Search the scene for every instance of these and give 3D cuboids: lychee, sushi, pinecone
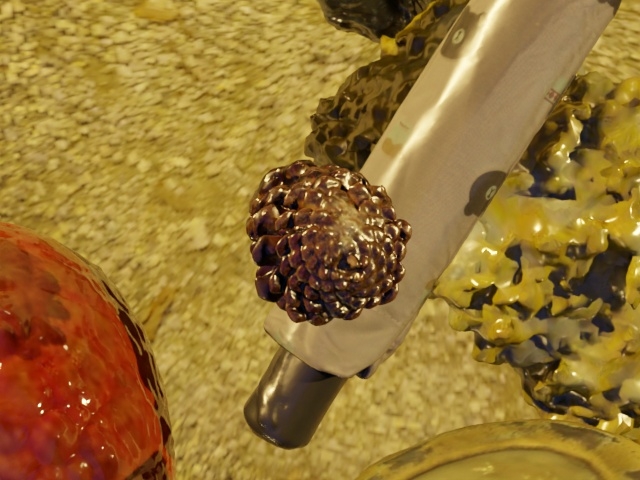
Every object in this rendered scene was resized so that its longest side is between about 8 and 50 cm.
[{"bbox_3d":[-0.209,0.101,0.804,0.255,0.255,0.300,-35,73,10],"label":"lychee"},{"bbox_3d":[0.193,0.002,1.096,0.240,0.351,0.396,-41,124,6],"label":"sushi"},{"bbox_3d":[0.000,0.000,0.633,0.077,0.083,0.077,-4,105,-16],"label":"pinecone"}]

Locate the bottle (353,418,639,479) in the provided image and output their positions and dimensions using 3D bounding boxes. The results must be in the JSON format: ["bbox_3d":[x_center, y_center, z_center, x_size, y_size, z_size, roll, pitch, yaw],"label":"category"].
[{"bbox_3d":[0.113,0.274,0.656,0.172,0.171,0.351,-13,112,7],"label":"bottle"}]

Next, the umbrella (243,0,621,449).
[{"bbox_3d":[0.060,-0.033,0.734,0.073,0.067,0.337,36,97,24],"label":"umbrella"}]

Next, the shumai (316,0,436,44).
[{"bbox_3d":[0.137,-0.270,1.278,0.222,0.260,0.225,26,130,14],"label":"shumai"}]
